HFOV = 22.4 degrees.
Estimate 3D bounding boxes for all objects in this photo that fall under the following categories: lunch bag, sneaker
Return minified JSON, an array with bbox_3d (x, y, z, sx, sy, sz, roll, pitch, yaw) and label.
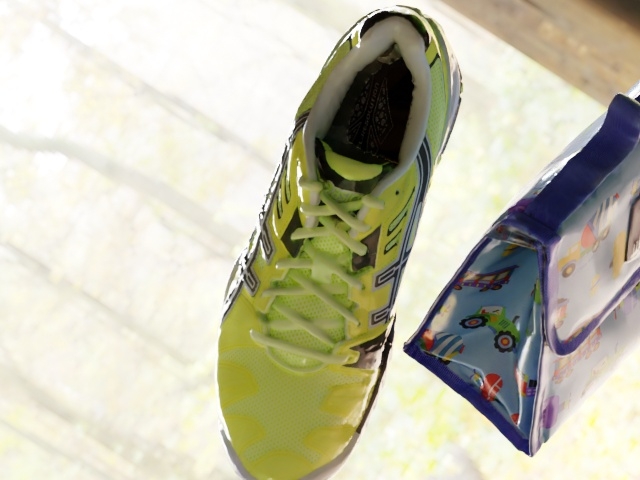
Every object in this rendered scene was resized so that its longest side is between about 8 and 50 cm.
[{"bbox_3d":[0.190,-0.016,1.148,0.221,0.138,0.293,-41,-21,-24],"label":"lunch bag"},{"bbox_3d":[0.000,0.000,1.208,0.147,0.145,0.384,47,-124,-79],"label":"sneaker"}]
